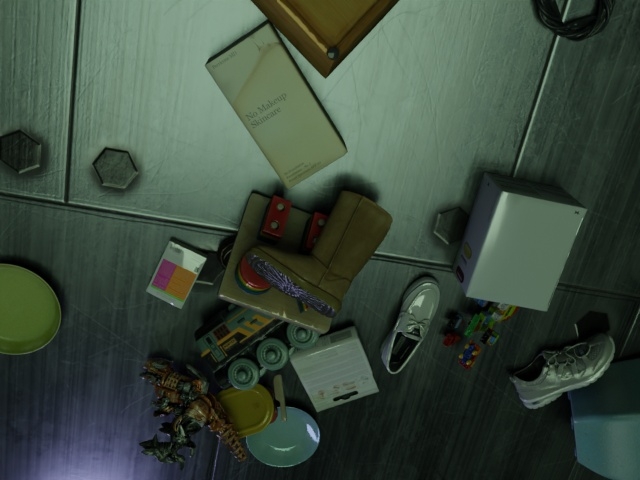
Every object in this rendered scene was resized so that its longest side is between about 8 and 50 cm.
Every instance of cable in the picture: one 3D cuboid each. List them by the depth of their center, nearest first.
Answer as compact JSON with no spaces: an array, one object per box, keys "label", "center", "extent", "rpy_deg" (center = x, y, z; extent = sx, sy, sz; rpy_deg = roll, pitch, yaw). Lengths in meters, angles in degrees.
[{"label":"cable","center":[0.525,-0.505,1.423],"extent":[0.184,0.047,0.151],"rpy_deg":[19,115,-14]}]

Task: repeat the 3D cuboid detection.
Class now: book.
[{"label":"book","center":[-0.340,0.078,1.610],"extent":[0.096,0.035,0.144],"rpy_deg":[26,108,-10]}]

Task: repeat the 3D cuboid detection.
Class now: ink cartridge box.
[{"label":"ink cartridge box","center":[0.037,0.330,1.741],"extent":[0.180,0.056,0.225],"rpy_deg":[-19,131,4]}]

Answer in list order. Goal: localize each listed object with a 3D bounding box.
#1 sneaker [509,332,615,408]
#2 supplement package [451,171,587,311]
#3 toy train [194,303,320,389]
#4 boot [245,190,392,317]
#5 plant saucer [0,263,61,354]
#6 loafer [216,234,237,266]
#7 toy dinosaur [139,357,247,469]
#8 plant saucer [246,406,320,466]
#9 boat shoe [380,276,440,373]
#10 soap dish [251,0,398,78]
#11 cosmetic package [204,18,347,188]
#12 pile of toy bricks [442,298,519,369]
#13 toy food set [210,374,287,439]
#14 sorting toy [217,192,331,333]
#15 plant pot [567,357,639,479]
[{"label":"sneaker","center":[0.614,0.319,1.732],"extent":[0.281,0.105,0.115],"rpy_deg":[-38,110,12]},{"label":"supplement package","center":[0.448,0.003,1.569],"extent":[0.203,0.145,0.262],"rpy_deg":[11,111,-8]},{"label":"toy train","center":[-0.138,0.212,1.617],"extent":[0.333,0.142,0.190],"rpy_deg":[-36,90,9]},{"label":"boot","center":[0.000,0.000,1.444],"extent":[0.236,0.270,0.089],"rpy_deg":[35,151,-8]},{"label":"plant saucer","center":[-0.733,0.158,1.614],"extent":[0.240,0.037,0.241],"rpy_deg":[-2,112,-4]},{"label":"loafer","center":[-0.132,0.032,1.578],"extent":[0.219,0.078,0.080],"rpy_deg":[-4,112,-3]},{"label":"toy dinosaur","center":[-0.324,0.432,1.672],"extent":[0.322,0.164,0.218],"rpy_deg":[42,102,27]},{"label":"plant saucer","center":[-0.099,0.510,1.802],"extent":[0.194,0.037,0.195],"rpy_deg":[-2,112,-4]},{"label":"boat shoe","center":[0.228,0.214,1.674],"extent":[0.095,0.084,0.258],"rpy_deg":[16,111,-10]},{"label":"soap dish","center":[-0.006,-0.500,1.326],"extent":[0.229,0.118,0.291],"rpy_deg":[-46,109,2]},{"label":"cosmetic package","center":[-0.089,-0.284,1.433],"extent":[0.160,0.113,0.310],"rpy_deg":[-32,112,9]},{"label":"pile of toy bricks","center":[0.401,0.206,1.681],"extent":[0.105,0.118,0.212],"rpy_deg":[-2,126,-45]},{"label":"toy food set","center":[-0.172,0.426,1.735],"extent":[0.217,0.071,0.128],"rpy_deg":[-19,76,15]},{"label":"sorting toy","center":[-0.062,0.040,1.499],"extent":[0.257,0.089,0.256],"rpy_deg":[21,66,-12]},{"label":"plant pot","center":[0.772,0.464,1.739],"extent":[0.252,0.248,0.247],"rpy_deg":[-7,114,19]}]
